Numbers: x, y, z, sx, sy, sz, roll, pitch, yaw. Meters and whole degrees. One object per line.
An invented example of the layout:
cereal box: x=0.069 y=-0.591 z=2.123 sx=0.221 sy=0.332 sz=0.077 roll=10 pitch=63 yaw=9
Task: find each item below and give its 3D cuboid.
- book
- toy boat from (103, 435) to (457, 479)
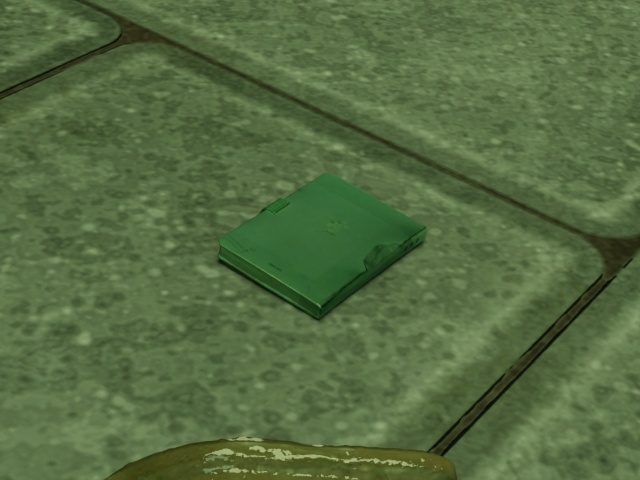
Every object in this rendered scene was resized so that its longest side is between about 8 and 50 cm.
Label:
book: x=0.000 y=0.000 z=0.951 sx=0.103 sy=0.017 sz=0.135 roll=30 pitch=42 yaw=24
toy boat: x=-0.028 y=0.157 z=0.644 sx=0.188 sy=0.116 sz=0.061 roll=4 pitch=42 yaw=-8
